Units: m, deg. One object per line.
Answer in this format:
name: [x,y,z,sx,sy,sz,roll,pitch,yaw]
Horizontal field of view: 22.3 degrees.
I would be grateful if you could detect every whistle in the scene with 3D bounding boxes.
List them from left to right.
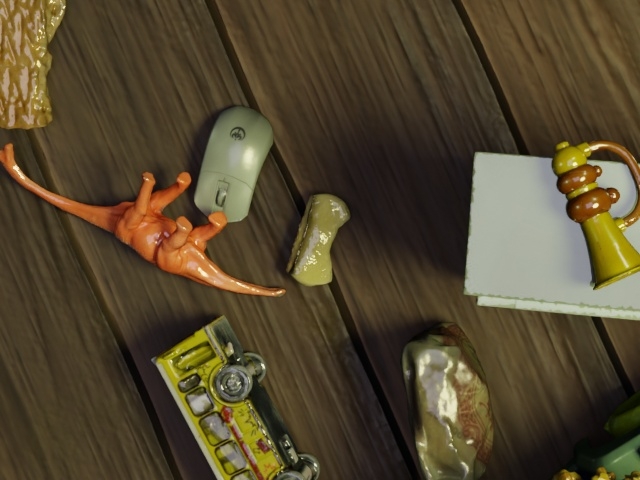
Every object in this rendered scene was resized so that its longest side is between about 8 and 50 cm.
whistle: [0.206,-0.025,1.166,0.057,0.046,0.109,-21,83,22]

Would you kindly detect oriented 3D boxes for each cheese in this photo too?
cheese: [0.000,0.000,1.425,0.044,0.030,0.083,18,90,-15]

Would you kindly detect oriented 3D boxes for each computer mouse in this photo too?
computer mouse: [-0.079,-0.064,1.429,0.056,0.032,0.110,17,95,7]

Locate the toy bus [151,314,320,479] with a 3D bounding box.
toy bus: [-0.059,0.178,1.419,0.074,0.081,0.226,-28,92,12]

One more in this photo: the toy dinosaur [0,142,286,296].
toy dinosaur: [-0.156,-0.021,1.428,0.279,0.055,0.101,37,124,2]

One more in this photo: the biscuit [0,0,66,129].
biscuit: [-0.299,-0.210,1.449,0.144,0.033,0.224,-1,92,9]

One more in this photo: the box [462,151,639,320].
box: [0.231,-0.002,1.298,0.225,0.225,0.117,5,92,7]

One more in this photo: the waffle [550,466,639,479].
waffle: [0.212,0.267,1.200,0.193,0.070,0.197,38,85,0]

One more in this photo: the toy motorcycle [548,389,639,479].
toy motorcycle: [0.244,0.264,1.324,0.326,0.200,0.191,-36,89,5]

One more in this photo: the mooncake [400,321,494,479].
mooncake: [0.107,0.136,1.370,0.073,0.125,0.130,-12,94,3]
